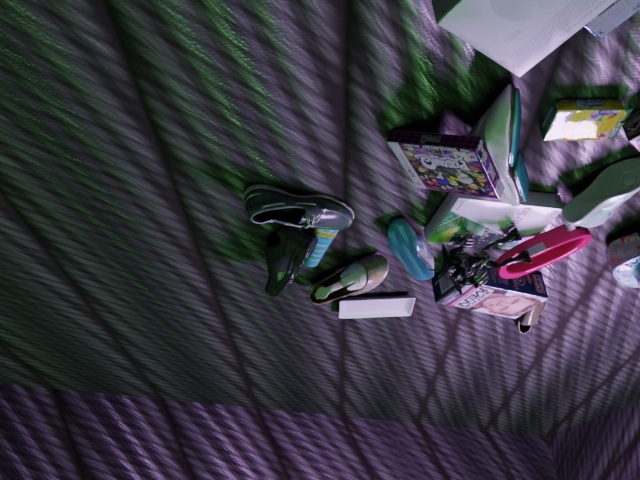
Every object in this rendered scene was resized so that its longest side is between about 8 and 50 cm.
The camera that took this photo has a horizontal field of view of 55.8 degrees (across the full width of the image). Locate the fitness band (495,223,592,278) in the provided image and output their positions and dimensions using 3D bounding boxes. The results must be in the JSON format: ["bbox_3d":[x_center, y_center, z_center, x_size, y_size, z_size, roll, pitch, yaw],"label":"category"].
[{"bbox_3d":[0.673,0.033,1.836,0.291,0.054,0.209,-24,157,9],"label":"fitness band"}]

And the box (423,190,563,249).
[{"bbox_3d":[0.488,-0.061,1.732,0.322,0.058,0.232,6,147,-12],"label":"box"}]

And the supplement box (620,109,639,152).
[{"bbox_3d":[0.847,-0.246,1.461,0.240,0.073,0.130,25,138,-35],"label":"supplement box"}]

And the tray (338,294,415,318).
[{"bbox_3d":[0.201,0.236,2.194,0.271,0.030,0.145,-2,148,-2],"label":"tray"}]

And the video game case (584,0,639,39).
[{"bbox_3d":[0.536,-0.463,1.150,0.166,0.015,0.119,20,142,-31],"label":"video game case"}]

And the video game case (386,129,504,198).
[{"bbox_3d":[0.300,-0.181,1.444,0.232,0.041,0.210,13,160,36],"label":"video game case"}]

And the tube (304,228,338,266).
[{"bbox_3d":[0.000,0.000,1.802,0.080,0.052,0.207,6,141,-18],"label":"tube"}]

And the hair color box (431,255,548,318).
[{"bbox_3d":[0.571,0.162,2.042,0.348,0.105,0.174,12,145,-22],"label":"hair color box"}]

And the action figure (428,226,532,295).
[{"bbox_3d":[0.442,0.053,1.718,0.276,0.163,0.141,-22,165,11],"label":"action figure"}]

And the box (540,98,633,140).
[{"bbox_3d":[0.621,-0.282,1.415,0.179,0.043,0.105,1,147,-2],"label":"box"}]

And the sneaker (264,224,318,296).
[{"bbox_3d":[-0.114,0.056,1.815,0.130,0.109,0.286,34,130,2],"label":"sneaker"}]

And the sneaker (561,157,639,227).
[{"bbox_3d":[0.791,-0.126,1.641,0.256,0.094,0.151,-39,151,29],"label":"sneaker"}]

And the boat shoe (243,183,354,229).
[{"bbox_3d":[-0.053,-0.065,1.632,0.320,0.099,0.116,12,133,-22],"label":"boat shoe"}]

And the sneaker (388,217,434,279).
[{"bbox_3d":[0.269,0.015,1.812,0.088,0.092,0.228,-18,125,25],"label":"sneaker"}]

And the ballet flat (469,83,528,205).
[{"bbox_3d":[0.420,-0.209,1.451,0.139,0.139,0.400,-13,147,15],"label":"ballet flat"}]

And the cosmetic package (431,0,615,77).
[{"bbox_3d":[0.350,-0.443,1.053,0.225,0.138,0.224,21,140,-30],"label":"cosmetic package"}]

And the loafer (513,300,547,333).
[{"bbox_3d":[0.783,0.269,2.238,0.095,0.087,0.251,-3,147,0],"label":"loafer"}]

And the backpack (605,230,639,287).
[{"bbox_3d":[1.023,0.056,1.852,0.254,0.190,0.225,-21,144,34],"label":"backpack"}]

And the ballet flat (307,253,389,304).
[{"bbox_3d":[0.080,0.138,1.945,0.316,0.107,0.106,-33,168,36],"label":"ballet flat"}]
